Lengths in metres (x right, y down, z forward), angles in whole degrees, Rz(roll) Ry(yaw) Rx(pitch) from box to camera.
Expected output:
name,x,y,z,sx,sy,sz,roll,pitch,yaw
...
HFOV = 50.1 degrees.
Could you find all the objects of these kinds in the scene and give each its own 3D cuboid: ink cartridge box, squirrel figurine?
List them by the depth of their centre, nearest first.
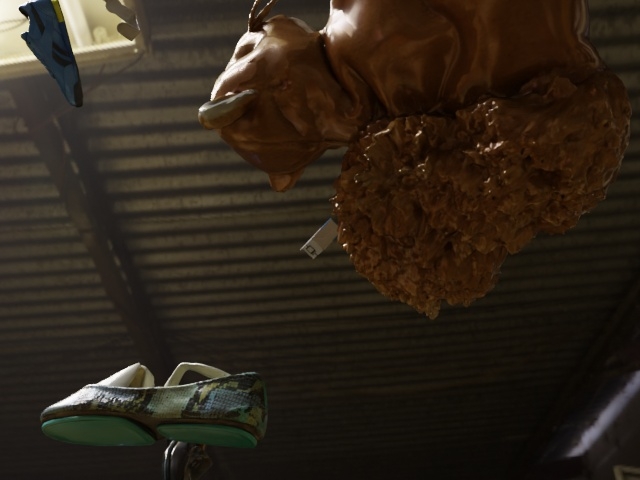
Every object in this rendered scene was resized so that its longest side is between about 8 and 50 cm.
name,x,y,z,sx,sy,sz,roll,pitch,yaw
squirrel figurine,0.073,-0.130,0.676,0.370,0.397,0.281,-19,-20,11
ink cartridge box,0.000,0.000,1.109,0.028,0.048,0.083,44,-20,-1

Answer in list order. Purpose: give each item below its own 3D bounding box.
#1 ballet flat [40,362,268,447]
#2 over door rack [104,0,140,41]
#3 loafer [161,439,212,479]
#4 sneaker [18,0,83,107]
name,x,y,z,sx,sy,sz,roll,pitch,yaw
ballet flat,-0.128,0.128,0.541,0.188,0.070,0.070,-1,-36,13
over door rack,-0.300,-0.453,0.873,0.239,0.108,0.324,-41,-57,22
loafer,-0.169,0.283,0.877,0.061,0.170,0.062,2,-57,-8
sneaker,-0.482,-0.332,1.228,0.082,0.210,0.069,-17,-4,-19
